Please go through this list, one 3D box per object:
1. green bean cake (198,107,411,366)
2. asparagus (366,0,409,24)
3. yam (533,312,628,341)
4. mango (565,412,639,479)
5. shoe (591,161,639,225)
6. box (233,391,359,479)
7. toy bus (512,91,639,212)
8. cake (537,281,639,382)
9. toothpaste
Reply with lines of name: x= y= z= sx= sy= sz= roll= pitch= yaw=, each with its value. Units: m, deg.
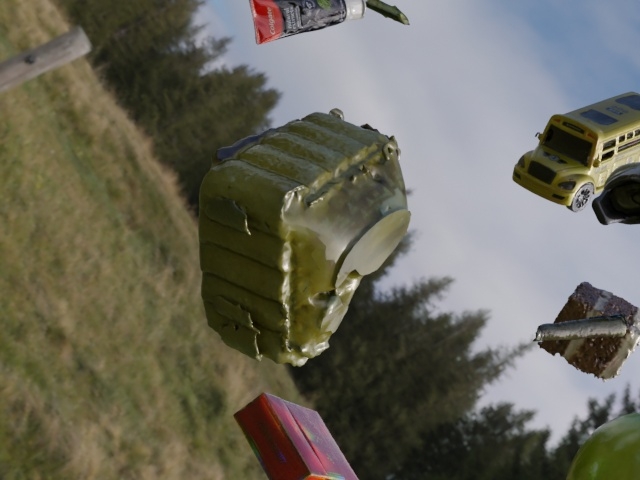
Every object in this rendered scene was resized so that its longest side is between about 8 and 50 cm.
green bean cake: x=0.000 y=0.000 z=1.238 sx=0.202 sy=0.310 sz=0.285 roll=22 pitch=-51 yaw=33
asparagus: x=0.123 y=-0.424 z=1.687 sx=0.108 sy=0.025 sz=0.021 roll=34 pitch=-13 yaw=26
yam: x=0.331 y=0.111 z=1.177 sx=0.027 sy=0.129 sz=0.033 roll=-129 pitch=-140 yaw=-66
mango: x=0.305 y=0.269 z=0.753 sx=0.149 sy=0.185 sz=0.273 roll=-30 pitch=-88 yaw=53
shoe: x=0.464 y=-0.065 z=1.211 sx=0.227 sy=0.112 sz=0.099 roll=-14 pitch=-81 yaw=50
box: x=-0.043 y=0.440 z=1.919 sx=0.197 sy=0.089 sz=0.313 roll=57 pitch=8 yaw=26
toy bus: x=0.518 y=-0.176 z=1.727 sx=0.145 sy=0.331 sz=0.151 roll=36 pitch=-46 yaw=40
cake: x=0.495 y=0.166 z=1.647 sx=0.147 sy=0.134 sz=0.135 roll=34 pitch=26 yaw=15
toothpaste: x=-0.021 y=-0.359 z=1.456 sx=0.045 sy=0.193 sz=0.071 roll=18 pitch=-62 yaw=61
